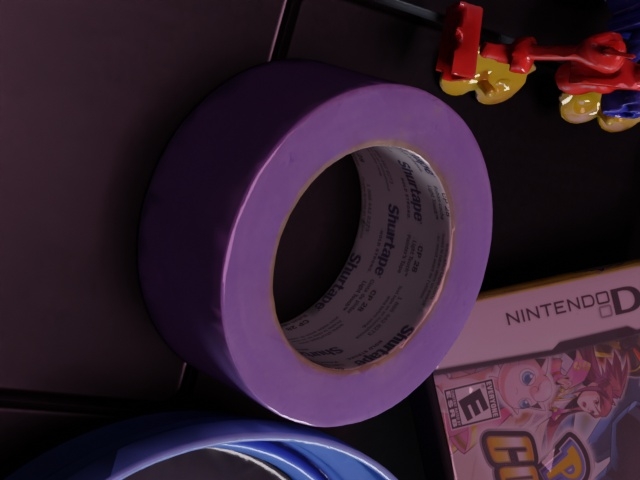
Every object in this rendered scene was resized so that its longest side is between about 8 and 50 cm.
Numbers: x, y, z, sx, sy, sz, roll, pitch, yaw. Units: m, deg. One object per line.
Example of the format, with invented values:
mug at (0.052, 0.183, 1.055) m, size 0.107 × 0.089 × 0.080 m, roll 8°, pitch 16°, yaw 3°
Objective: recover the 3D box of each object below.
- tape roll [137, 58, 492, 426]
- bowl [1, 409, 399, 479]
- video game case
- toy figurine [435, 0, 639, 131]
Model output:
tape roll at (0.000, 0.000, 0.878) m, size 0.189 × 0.080 × 0.189 m, roll -15°, pitch 114°, yaw -37°
bowl at (-0.093, 0.277, 0.896) m, size 0.391 × 0.077 × 0.391 m, roll -15°, pitch 115°, yaw -36°
video game case at (0.187, 0.154, 1.011) m, size 0.248 × 0.035 × 0.275 m, roll -11°, pitch 87°, yaw -24°
toy figurine at (0.254, -0.173, 0.960) m, size 0.362 × 0.191 × 0.217 m, roll 9°, pitch 86°, yaw -29°
